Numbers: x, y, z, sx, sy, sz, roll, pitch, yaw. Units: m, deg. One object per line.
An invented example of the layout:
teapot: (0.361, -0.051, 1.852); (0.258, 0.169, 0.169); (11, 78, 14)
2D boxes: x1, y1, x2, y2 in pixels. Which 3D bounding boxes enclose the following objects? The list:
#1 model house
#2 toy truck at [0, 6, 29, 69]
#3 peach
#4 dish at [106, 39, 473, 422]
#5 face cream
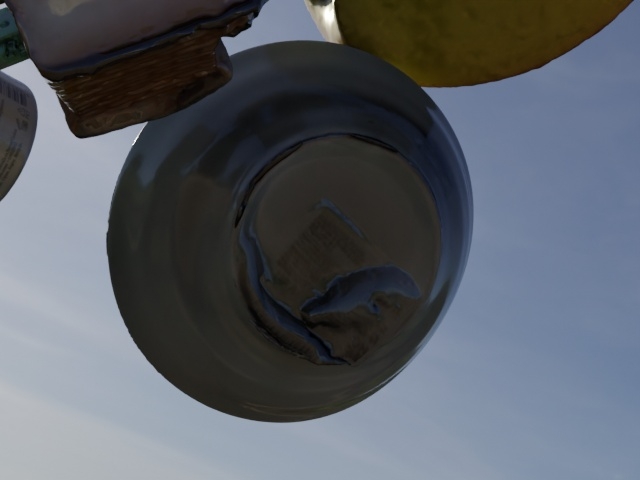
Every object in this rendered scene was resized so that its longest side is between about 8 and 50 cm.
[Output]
model house: (-0.116, -0.164, 0.649); (0.166, 0.183, 0.172); (-20, -5, -8)
toy truck: (-0.217, -0.155, 0.793); (0.175, 0.067, 0.081); (-19, -42, 11)
peach: (0.140, -0.314, 1.027); (0.380, 0.306, 0.242); (-28, -42, 3)
dish: (0.000, 0.000, 0.905); (0.316, 0.317, 0.106); (24, -3, -23)
face cream: (-0.415, -0.124, 1.264); (0.177, 0.177, 0.153); (-1, -22, 43)
